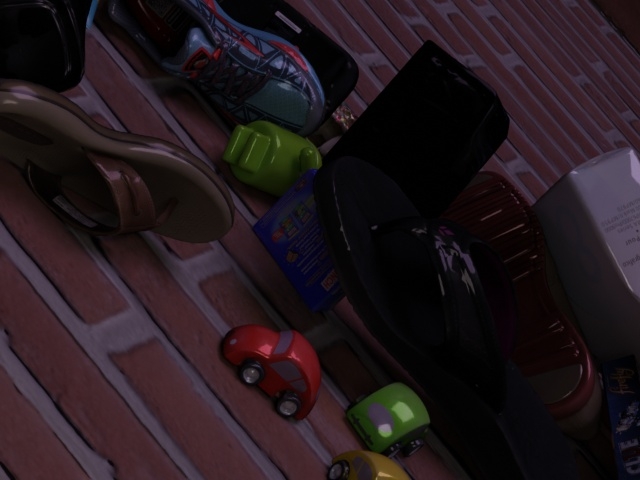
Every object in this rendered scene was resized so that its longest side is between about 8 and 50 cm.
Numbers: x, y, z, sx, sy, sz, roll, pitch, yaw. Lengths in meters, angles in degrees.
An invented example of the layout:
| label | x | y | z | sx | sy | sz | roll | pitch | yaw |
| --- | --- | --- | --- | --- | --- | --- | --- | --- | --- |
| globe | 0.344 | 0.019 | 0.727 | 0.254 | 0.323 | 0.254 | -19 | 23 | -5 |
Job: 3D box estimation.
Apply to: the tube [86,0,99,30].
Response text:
| label | x | y | z | sx | sy | sz | roll | pitch | yaw |
| --- | --- | --- | --- | --- | --- | --- | --- | --- | --- |
| tube | -0.244 | -0.279 | 1.877 | 0.080 | 0.052 | 0.207 | 34 | 29 | -12 |

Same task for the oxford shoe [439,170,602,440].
| label | x | y | z | sx | sy | sz | roll | pitch | yaw |
| --- | --- | --- | --- | --- | --- | --- | --- | --- | --- |
| oxford shoe | 0.219 | 0.076 | 2.047 | 0.130 | 0.123 | 0.348 | 53 | 17 | -50 |

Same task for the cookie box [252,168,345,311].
| label | x | y | z | sx | sy | sz | roll | pitch | yaw |
| --- | --- | --- | --- | --- | --- | --- | --- | --- | --- |
| cookie box | 0.000 | 0.000 | 1.770 | 0.107 | 0.092 | 0.040 | 55 | 27 | 19 |

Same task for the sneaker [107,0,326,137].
| label | x | y | z | sx | sy | sz | roll | pitch | yaw |
| --- | --- | --- | --- | --- | --- | --- | --- | --- | --- |
| sneaker | -0.115 | -0.182 | 1.880 | 0.262 | 0.104 | 0.125 | 36 | 23 | 0 |

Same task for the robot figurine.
| label | x | y | z | sx | sy | sz | roll | pitch | yaw |
| --- | --- | --- | --- | --- | --- | --- | --- | --- | --- |
| robot figurine | -0.045 | -0.080 | 1.858 | 0.101 | 0.067 | 0.115 | 23 | 1 | 43 |

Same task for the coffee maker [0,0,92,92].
| label | x | y | z | sx | sy | sz | roll | pitch | yaw |
| --- | --- | --- | --- | --- | --- | --- | --- | --- | --- |
| coffee maker | -0.240 | -0.217 | 1.595 | 0.120 | 0.171 | 0.178 | 54 | 17 | -31 |

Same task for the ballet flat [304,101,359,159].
| label | x | y | z | sx | sy | sz | roll | pitch | yaw |
| --- | --- | --- | --- | --- | --- | --- | --- | --- | --- |
| ballet flat | 0.001 | -0.119 | 2.027 | 0.077 | 0.091 | 0.241 | -31 | 72 | -37 |

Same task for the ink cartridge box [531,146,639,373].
| label | x | y | z | sx | sy | sz | roll | pitch | yaw |
| --- | --- | --- | --- | --- | --- | --- | --- | --- | --- |
| ink cartridge box | 0.351 | 0.114 | 2.061 | 0.385 | 0.091 | 0.308 | 65 | -13 | 8 |

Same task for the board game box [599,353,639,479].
| label | x | y | z | sx | sy | sz | roll | pitch | yaw |
| --- | --- | --- | --- | --- | --- | --- | --- | --- | --- |
| board game box | 0.344 | 0.252 | 1.943 | 0.243 | 0.042 | 0.165 | -82 | 153 | -64 |

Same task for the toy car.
| label | x | y | z | sx | sy | sz | roll | pitch | yaw |
| --- | --- | --- | --- | --- | --- | --- | --- | --- | --- |
| toy car | 0.040 | 0.157 | 1.618 | 0.239 | 0.053 | 0.225 | 54 | 22 | 17 |

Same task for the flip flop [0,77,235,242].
| label | x | y | z | sx | sy | sz | roll | pitch | yaw |
| --- | --- | --- | --- | --- | --- | --- | --- | --- | --- |
| flip flop | -0.187 | -0.049 | 1.508 | 0.277 | 0.112 | 0.080 | 29 | 53 | -43 |

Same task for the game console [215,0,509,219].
| label | x | y | z | sx | sy | sz | roll | pitch | yaw |
| --- | --- | --- | --- | --- | --- | --- | --- | --- | --- |
| game console | 0.014 | -0.168 | 1.982 | 0.361 | 0.213 | 0.044 | 40 | -16 | 7 |

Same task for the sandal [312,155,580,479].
| label | x | y | z | sx | sy | sz | roll | pitch | yaw |
| --- | --- | --- | --- | --- | --- | --- | --- | --- | --- |
| sandal | 0.146 | 0.083 | 1.725 | 0.445 | 0.107 | 0.167 | 53 | 29 | -24 |
